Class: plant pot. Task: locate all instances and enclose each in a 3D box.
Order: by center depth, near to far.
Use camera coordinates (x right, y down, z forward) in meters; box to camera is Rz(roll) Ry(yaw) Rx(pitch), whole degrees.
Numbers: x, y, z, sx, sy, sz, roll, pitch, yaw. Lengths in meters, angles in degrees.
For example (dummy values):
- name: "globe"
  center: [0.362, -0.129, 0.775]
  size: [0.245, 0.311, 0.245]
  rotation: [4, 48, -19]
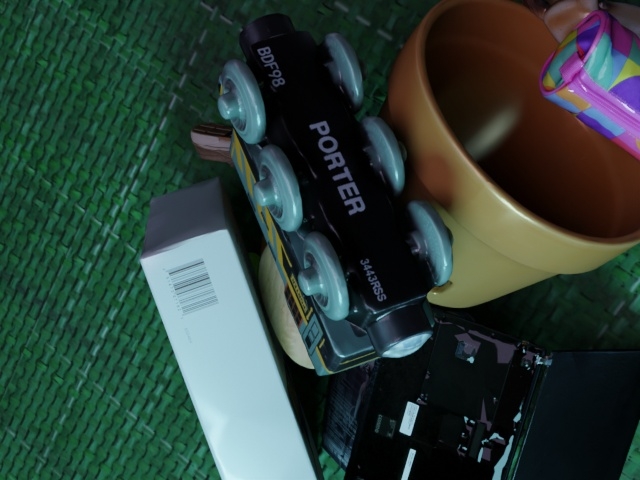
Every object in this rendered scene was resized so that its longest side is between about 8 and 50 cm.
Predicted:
- name: "plant pot"
  center: [0.160, -0.067, 1.143]
  size: [0.291, 0.291, 0.203]
  rotation: [53, 134, 9]

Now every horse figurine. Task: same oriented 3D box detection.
- name: "horse figurine"
  center: [0.290, -0.213, 1.106]
  size: [0.263, 0.066, 0.174]
  rotation: [24, 146, 3]

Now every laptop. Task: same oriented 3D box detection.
- name: "laptop"
  center: [0.189, 0.191, 1.234]
  size: [0.264, 0.136, 0.234]
  rotation: [19, 108, 20]

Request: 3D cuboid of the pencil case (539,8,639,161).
- name: "pencil case"
  center: [0.318, -0.113, 1.076]
  size: [0.236, 0.104, 0.104]
  rotation: [33, 116, -9]

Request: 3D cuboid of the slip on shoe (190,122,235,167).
- name: "slip on shoe"
  center: [-0.097, -0.107, 1.381]
  size: [0.135, 0.051, 0.041]
  rotation: [11, 121, 31]

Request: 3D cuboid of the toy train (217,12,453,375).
- name: "toy train"
  center: [0.001, -0.035, 1.046]
  size: [0.333, 0.142, 0.190]
  rotation: [65, 160, 17]

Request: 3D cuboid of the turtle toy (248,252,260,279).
- name: "turtle toy"
  center: [-0.119, 0.067, 1.418]
  size: [0.095, 0.066, 0.130]
  rotation: [40, 115, -10]

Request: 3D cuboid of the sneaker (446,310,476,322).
- name: "sneaker"
  center: [0.146, 0.177, 1.293]
  size: [0.080, 0.081, 0.211]
  rotation: [14, 106, 25]

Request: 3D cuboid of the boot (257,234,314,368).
- name: "boot"
  center: [-0.001, -0.001, 1.248]
  size: [0.104, 0.211, 0.295]
  rotation: [-12, 76, 10]

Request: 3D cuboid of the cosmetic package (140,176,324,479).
- name: "cosmetic package"
  center: [-0.085, 0.141, 1.253]
  size: [0.098, 0.284, 0.377]
  rotation: [-19, 105, -4]

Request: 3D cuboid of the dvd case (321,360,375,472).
- name: "dvd case"
  center: [0.060, 0.178, 1.319]
  size: [0.164, 0.018, 0.221]
  rotation: [38, 125, 54]
